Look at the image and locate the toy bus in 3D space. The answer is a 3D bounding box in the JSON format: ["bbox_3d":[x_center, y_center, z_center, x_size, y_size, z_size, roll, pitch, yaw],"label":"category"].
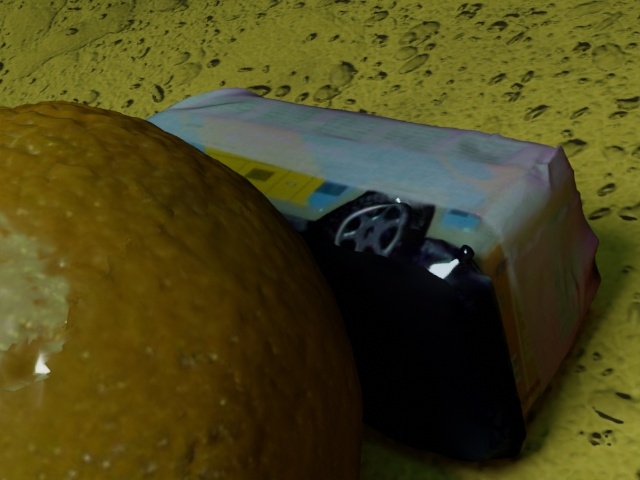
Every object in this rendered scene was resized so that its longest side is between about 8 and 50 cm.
[{"bbox_3d":[0.000,0.000,0.731,0.386,0.171,0.162,16,43,39],"label":"toy bus"}]

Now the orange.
[{"bbox_3d":[-0.139,0.115,0.534,0.322,0.322,0.357,-1,58,26],"label":"orange"}]
